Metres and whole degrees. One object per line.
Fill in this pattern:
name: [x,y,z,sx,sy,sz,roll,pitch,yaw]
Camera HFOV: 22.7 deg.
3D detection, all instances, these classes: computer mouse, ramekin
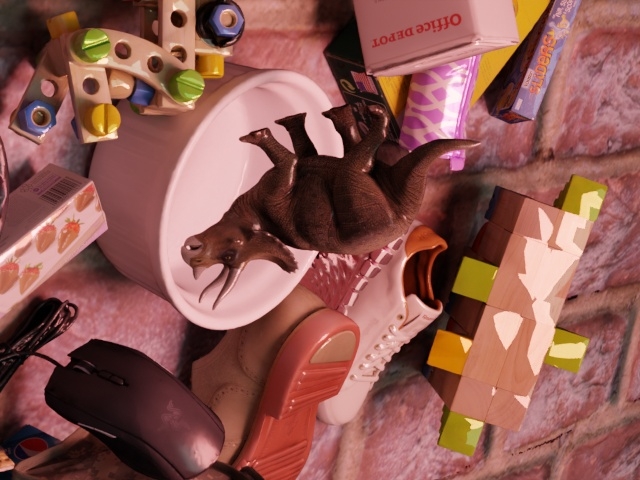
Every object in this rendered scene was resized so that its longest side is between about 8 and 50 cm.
computer mouse: [-0.231,0.161,1.512,0.184,0.262,0.060,-43,152,-26]
ramekin: [-0.113,-0.058,1.661,0.277,0.135,0.277,-29,130,-41]

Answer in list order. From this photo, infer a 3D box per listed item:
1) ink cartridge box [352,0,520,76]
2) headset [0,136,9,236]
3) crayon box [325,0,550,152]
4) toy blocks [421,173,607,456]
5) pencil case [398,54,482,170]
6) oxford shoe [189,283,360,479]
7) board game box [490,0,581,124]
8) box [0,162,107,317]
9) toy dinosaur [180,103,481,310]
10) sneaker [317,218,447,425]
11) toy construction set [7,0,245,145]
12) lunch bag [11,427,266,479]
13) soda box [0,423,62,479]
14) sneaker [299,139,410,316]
ink cartridge box: [0.115,-0.301,1.745,0.092,0.158,0.218,-5,85,-51]
headset: [-0.413,-0.016,1.229,0.394,0.185,0.243,-10,113,-37]
crayon box: [0.152,-0.261,1.953,0.318,0.081,0.202,-51,141,-21]
toy blocks: [0.242,0.080,2.137,0.261,0.190,0.381,-125,-126,-81]
pencil case: [0.152,-0.192,1.844,0.086,0.088,0.206,-8,115,-51]
oxford shoe: [-0.091,0.206,1.844,0.140,0.146,0.397,-9,135,-53]
board game box: [0.290,-0.255,2.112,0.136,0.035,0.201,-168,-80,-84]
box: [-0.330,0.048,1.452,0.324,0.067,0.063,-44,139,-33]
toy dinosaur: [0.017,-0.046,1.547,0.121,0.313,0.160,-44,122,-71]
sneaker: [0.078,0.112,2.021,0.106,0.123,0.290,4,106,-56]
toy construction set: [-0.175,-0.247,1.484,0.215,0.151,0.328,2,100,-28]
lunch bag: [-0.150,0.333,1.547,0.169,0.287,0.235,-29,129,-60]
soda box: [-0.288,0.301,1.674,0.067,0.071,0.210,-37,135,-39]
sneaker: [0.000,0.000,1.858,0.162,0.106,0.281,19,99,-51]
